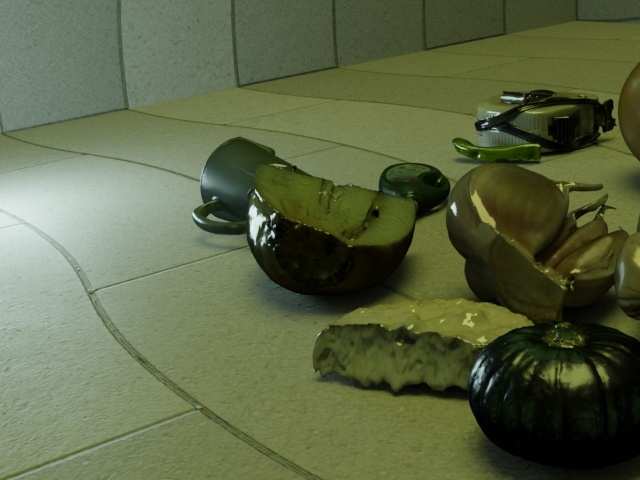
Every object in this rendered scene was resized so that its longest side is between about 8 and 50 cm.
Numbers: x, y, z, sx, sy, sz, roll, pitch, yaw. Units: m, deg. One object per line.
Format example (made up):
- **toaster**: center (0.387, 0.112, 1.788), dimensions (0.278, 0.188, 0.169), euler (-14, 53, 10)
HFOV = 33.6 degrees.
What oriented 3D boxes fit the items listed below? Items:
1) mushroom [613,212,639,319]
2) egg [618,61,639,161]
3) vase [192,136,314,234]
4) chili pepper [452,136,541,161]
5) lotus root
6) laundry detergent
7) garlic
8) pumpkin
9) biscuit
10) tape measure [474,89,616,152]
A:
- **mushroom**: center (0.466, 0.024, 1.390), dimensions (0.126, 0.177, 0.397), euler (-28, 7, 28)
- **egg**: center (0.701, -0.236, 1.927), dimensions (0.282, 0.283, 0.351), euler (-12, 16, -20)
- **vase**: center (-0.092, -0.074, 1.915), dimensions (0.251, 0.156, 0.300), euler (-35, 36, -28)
- **chili pepper**: center (0.374, -0.191, 2.266), dimensions (0.201, 0.050, 0.052), euler (6, 5, 25)
- **lotus root**: center (0.011, 0.007, 1.622), dimensions (0.266, 0.149, 0.260), euler (12, 22, -3)
- **laundry detergent**: center (0.179, -0.093, 2.000), dimensions (0.137, 0.063, 0.211), euler (2, 18, 1)
- **garlic**: center (0.302, -0.005, 1.472), dimensions (0.237, 0.210, 0.292), euler (-4, 26, 27)
- **pumpkin**: center (0.255, 0.153, 1.097), dimensions (0.201, 0.140, 0.202), euler (-2, 17, 1)
- **biscuit**: center (0.142, 0.119, 1.321), dimensions (0.281, 0.084, 0.179), euler (1, 20, 22)
- **tape measure**: center (0.485, -0.269, 2.349), dimensions (0.271, 0.133, 0.231), euler (11, 24, 35)
